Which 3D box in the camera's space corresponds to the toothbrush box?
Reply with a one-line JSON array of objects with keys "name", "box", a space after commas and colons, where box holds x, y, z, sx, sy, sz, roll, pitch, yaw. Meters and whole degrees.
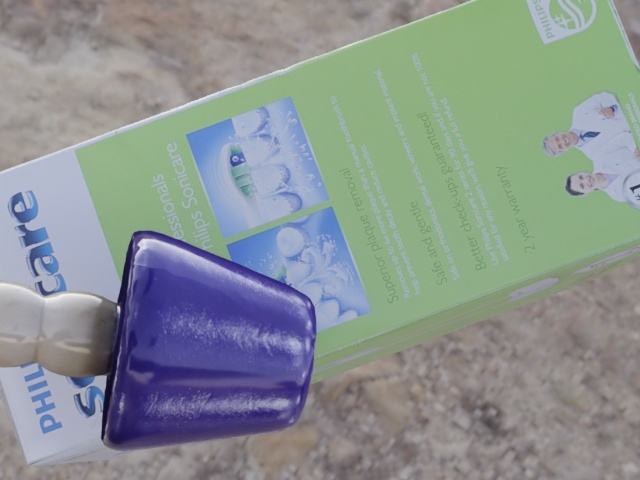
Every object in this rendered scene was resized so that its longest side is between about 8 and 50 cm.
[{"name": "toothbrush box", "box": [0.000, 0.000, 0.666, 0.283, 0.206, 0.122, -22, 83, -1]}]

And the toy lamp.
[{"name": "toy lamp", "box": [-0.139, 0.022, 0.488, 0.275, 0.080, 0.080, 10, 38, -10]}]
